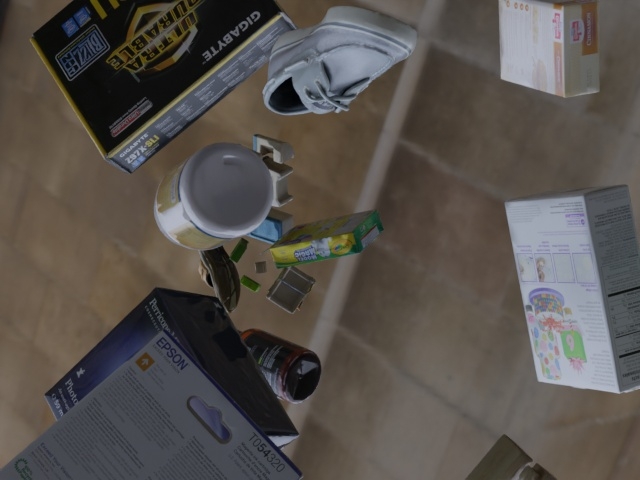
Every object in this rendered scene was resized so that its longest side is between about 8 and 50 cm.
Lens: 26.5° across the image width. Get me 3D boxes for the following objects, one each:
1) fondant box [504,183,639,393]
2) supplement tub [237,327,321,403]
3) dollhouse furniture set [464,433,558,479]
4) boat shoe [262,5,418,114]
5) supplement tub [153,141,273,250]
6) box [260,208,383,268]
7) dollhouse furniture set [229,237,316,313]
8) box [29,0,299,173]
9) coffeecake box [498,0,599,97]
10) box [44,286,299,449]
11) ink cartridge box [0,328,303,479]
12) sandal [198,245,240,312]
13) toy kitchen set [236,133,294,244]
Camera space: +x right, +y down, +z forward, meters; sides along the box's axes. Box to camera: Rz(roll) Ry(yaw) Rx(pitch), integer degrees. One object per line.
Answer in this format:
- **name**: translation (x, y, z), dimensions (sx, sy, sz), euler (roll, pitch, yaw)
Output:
- **fondant box**: translation (0.438, 0.079, 2.287), dimensions (0.096, 0.330, 0.238), euler (-12, -176, -24)
- **supplement tub**: translation (-0.099, 0.225, 2.519), dimensions (0.198, 0.106, 0.106), euler (19, -166, 41)
- **dollhouse furniture set**: translation (0.257, 0.358, 1.704), dimensions (0.123, 0.144, 0.151), euler (38, -177, -29)
- **boat shoe**: translation (0.012, -0.148, 1.207), dimensions (0.079, 0.081, 0.227), euler (21, 170, -22)
- **supplement tub**: translation (-0.169, -0.063, 2.075), dimensions (0.144, 0.144, 0.200), euler (11, 168, -21)
- **box**: translation (0.000, 0.000, 2.180), dimensions (0.179, 0.043, 0.105), euler (-9, -162, 31)
- **dollhouse furniture set**: translation (-0.087, 0.058, 2.355), dimensions (0.152, 0.076, 0.058), euler (32, -173, -4)
- **box**: translation (-0.226, -0.292, 1.942), dimensions (0.257, 0.322, 0.079), euler (56, -172, 29)
- **coffeecake box**: translation (0.357, -0.312, 2.134), dimensions (0.068, 0.142, 0.185), euler (-12, -160, -22)
- **box**: translation (-0.247, 0.281, 2.208), dimensions (0.183, 0.294, 0.296), euler (16, -145, -57)
- **ink cartridge box**: translation (-0.242, 0.346, 1.944), dimensions (0.324, 0.330, 0.071), euler (44, 167, 25)
- **sandal**: translation (-0.194, 0.045, 2.434), dimensions (0.049, 0.180, 0.072), euler (-21, -175, 33)
- **toy kitchen set**: translation (-0.144, -0.081, 2.453), dimensions (0.122, 0.207, 0.166), euler (18, -149, 31)
